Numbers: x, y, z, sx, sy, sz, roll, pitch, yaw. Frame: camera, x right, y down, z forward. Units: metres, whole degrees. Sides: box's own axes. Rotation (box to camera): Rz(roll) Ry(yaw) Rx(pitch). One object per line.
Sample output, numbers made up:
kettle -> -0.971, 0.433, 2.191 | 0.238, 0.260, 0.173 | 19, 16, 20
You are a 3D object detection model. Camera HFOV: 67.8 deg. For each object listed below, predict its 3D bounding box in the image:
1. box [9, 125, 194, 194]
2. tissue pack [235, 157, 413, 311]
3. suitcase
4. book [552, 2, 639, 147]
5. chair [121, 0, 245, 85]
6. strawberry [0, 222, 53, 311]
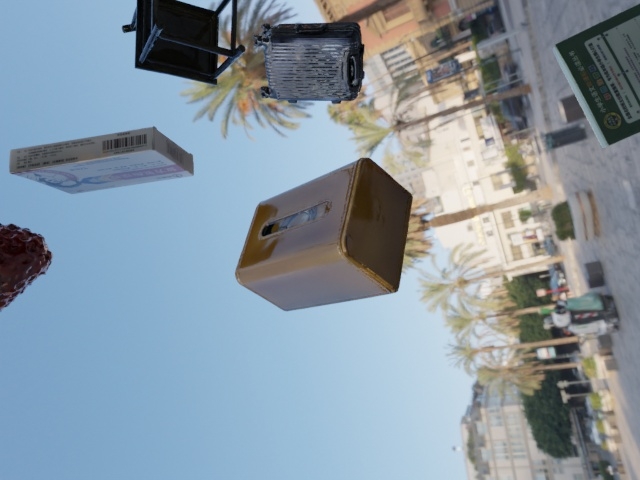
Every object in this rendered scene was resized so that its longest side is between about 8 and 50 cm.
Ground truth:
box -> -0.513, -0.186, 1.149 | 0.214, 0.353, 0.069 | 43, -138, -79
tissue pack -> 0.000, 0.000, 0.833 | 0.145, 0.274, 0.195 | 33, -124, -34
suitcase -> -0.010, -0.210, 0.559 | 0.059, 0.126, 0.086 | -76, -14, -46
book -> 0.562, -0.301, 0.795 | 0.202, 0.264, 0.027 | 67, -169, 7
chair -> -0.241, -0.352, 0.815 | 0.154, 0.260, 0.142 | 3, -95, -31
strawberry -> -0.807, 0.081, 1.119 | 0.336, 0.149, 0.265 | -25, -63, -35
